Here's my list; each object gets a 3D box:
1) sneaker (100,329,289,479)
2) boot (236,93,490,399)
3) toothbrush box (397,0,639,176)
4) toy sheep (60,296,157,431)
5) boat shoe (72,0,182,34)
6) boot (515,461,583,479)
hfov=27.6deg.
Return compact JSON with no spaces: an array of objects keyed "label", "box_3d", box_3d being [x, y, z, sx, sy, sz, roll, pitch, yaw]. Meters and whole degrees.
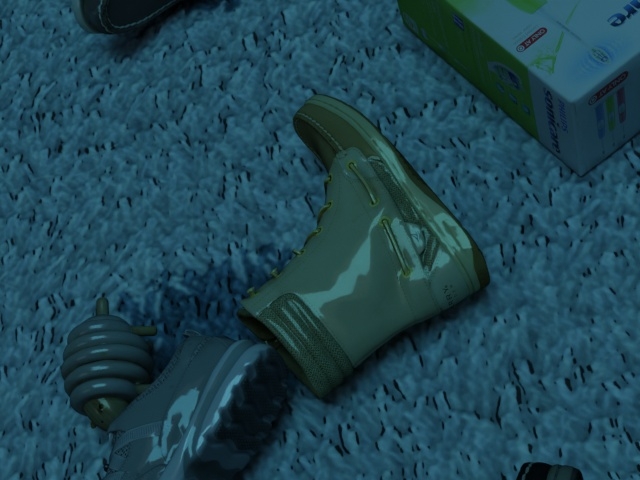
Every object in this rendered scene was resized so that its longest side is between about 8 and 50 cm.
[{"label":"sneaker","box_3d":[-0.140,0.200,1.098,0.115,0.105,0.281,19,64,37]},{"label":"boot","box_3d":[0.000,0.000,1.184,0.203,0.095,0.262,-36,62,-7]},{"label":"toothbrush box","box_3d":[0.229,-0.232,1.251,0.206,0.122,0.283,-37,57,-8]},{"label":"toy sheep","box_3d":[-0.190,0.112,1.173,0.091,0.091,0.132,-15,57,7]},{"label":"boat shoe","box_3d":[-0.134,-0.335,1.431,0.096,0.117,0.324,29,64,33]},{"label":"boot","box_3d":[0.016,0.302,0.959,0.284,0.138,0.377,17,73,25]}]
